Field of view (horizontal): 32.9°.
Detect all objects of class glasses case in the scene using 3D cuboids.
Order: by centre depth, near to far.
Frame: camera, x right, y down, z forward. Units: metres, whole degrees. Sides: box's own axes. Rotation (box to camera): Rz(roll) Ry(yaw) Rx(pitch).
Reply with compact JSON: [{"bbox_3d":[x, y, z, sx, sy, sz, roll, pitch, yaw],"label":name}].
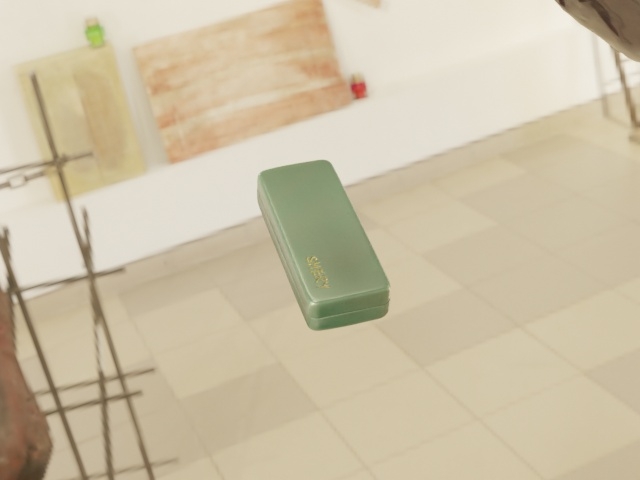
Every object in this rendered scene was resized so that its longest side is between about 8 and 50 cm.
[{"bbox_3d":[0.000,0.000,0.997,0.078,0.039,0.184,-11,46,-14],"label":"glasses case"}]

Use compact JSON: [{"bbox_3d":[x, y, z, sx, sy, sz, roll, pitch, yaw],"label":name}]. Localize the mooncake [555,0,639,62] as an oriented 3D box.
[{"bbox_3d":[0.233,-0.227,0.592,0.283,0.283,0.141,-13,-11,0],"label":"mooncake"}]
